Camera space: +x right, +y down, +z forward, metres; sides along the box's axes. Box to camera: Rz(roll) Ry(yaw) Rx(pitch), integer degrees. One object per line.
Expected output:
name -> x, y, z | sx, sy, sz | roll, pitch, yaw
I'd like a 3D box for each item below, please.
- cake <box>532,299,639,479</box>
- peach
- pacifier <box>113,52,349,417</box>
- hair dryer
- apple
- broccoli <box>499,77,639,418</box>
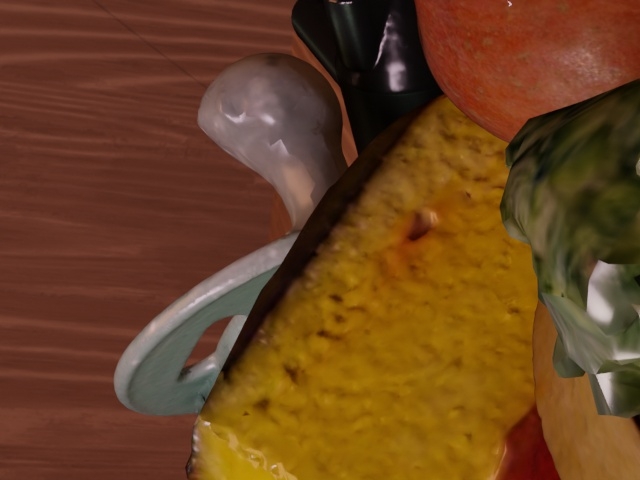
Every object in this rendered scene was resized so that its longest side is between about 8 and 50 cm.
cake -> 0.167, 0.042, 0.669 | 0.178, 0.185, 0.208 | 139, 123, -73
peach -> 0.086, 0.127, 0.963 | 0.306, 0.242, 0.380 | -36, -45, -43
pacifier -> 0.000, 0.000, 1.204 | 0.269, 0.343, 0.288 | 65, 150, 22
hair dryer -> 0.034, -0.154, 1.385 | 0.302, 0.116, 0.244 | 49, 161, 50
apple -> 0.151, -0.161, 0.841 | 0.253, 0.253, 0.253 | -175, 90, -81
broccoli -> 0.190, -0.122, 0.372 | 0.338, 0.277, 0.317 | 113, 154, -44
